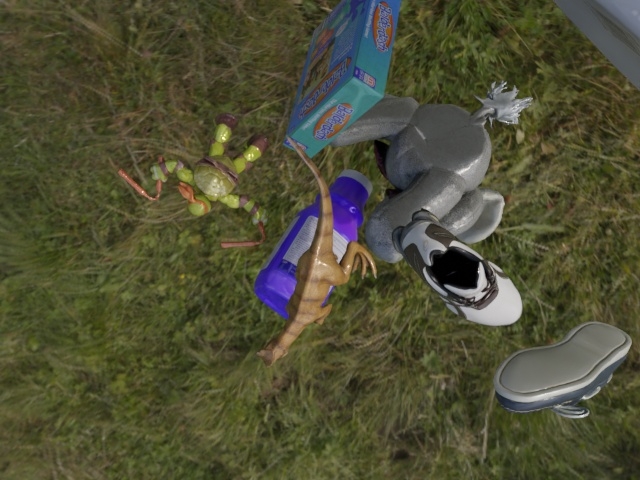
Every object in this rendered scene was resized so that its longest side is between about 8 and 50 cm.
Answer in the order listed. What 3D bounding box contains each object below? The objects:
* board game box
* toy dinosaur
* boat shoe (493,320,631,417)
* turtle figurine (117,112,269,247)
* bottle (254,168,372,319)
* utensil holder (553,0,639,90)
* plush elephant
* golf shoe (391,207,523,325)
[{"bbox_3d":[0.030,-0.228,0.822,0.047,0.210,0.160,27,148,-23],"label":"board game box"},{"bbox_3d":[0.001,0.019,0.572,0.064,0.112,0.211,22,107,27],"label":"toy dinosaur"},{"bbox_3d":[0.303,0.171,0.819,0.095,0.255,0.079,26,119,39],"label":"boat shoe"},{"bbox_3d":[-0.189,-0.122,1.120,0.270,0.217,0.087,25,147,-3],"label":"turtle figurine"},{"bbox_3d":[0.000,0.000,1.107,0.118,0.283,0.092,39,151,-16],"label":"bottle"},{"bbox_3d":[0.348,-0.204,0.329,0.327,0.327,0.385,42,114,-5],"label":"utensil holder"},{"bbox_3d":[0.165,-0.102,1.048,0.330,0.255,0.272,-27,67,-12],"label":"plush elephant"},{"bbox_3d":[0.162,0.051,0.717,0.198,0.094,0.077,35,102,-24],"label":"golf shoe"}]
